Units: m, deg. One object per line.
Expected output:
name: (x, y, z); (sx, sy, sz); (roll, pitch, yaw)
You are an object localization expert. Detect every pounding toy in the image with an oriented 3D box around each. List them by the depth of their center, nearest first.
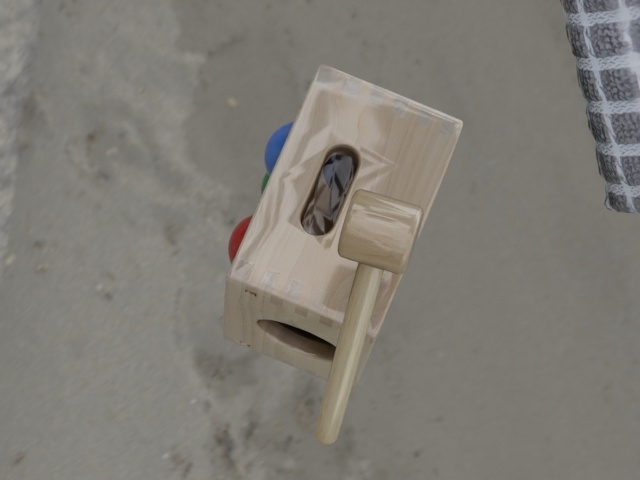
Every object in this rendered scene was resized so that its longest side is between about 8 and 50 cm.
pounding toy: (-0.003, 0.006, 0.864); (0.094, 0.206, 0.181); (22, 73, 3)

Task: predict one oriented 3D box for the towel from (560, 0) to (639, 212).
towel: (0.223, -0.150, 0.649); (0.121, 0.283, 0.235); (-69, 144, -70)
